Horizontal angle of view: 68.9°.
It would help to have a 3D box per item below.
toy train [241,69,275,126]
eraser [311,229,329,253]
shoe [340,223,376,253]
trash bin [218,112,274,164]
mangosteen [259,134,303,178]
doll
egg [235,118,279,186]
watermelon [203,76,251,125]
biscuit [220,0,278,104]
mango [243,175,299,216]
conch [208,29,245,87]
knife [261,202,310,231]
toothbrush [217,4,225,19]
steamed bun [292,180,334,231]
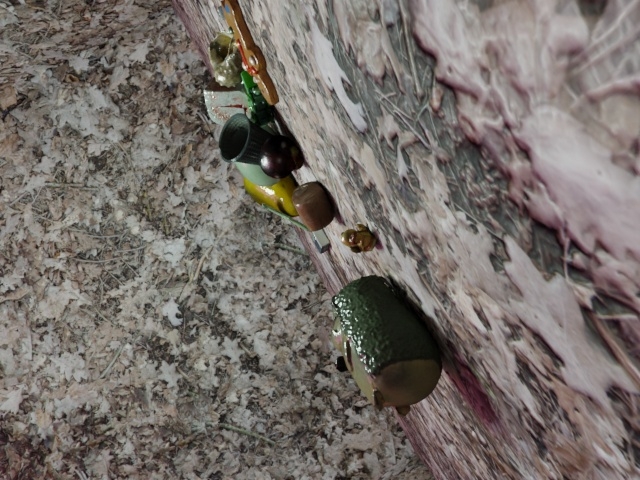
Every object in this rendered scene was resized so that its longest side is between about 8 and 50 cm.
[{"bbox_3d":[-0.219,-0.484,1.619,0.251,0.085,0.119,105,142,-79],"label":"toy train"},{"bbox_3d":[0.000,0.000,2.093,0.092,0.046,0.212,61,174,7],"label":"eraser"},{"bbox_3d":[0.096,-0.005,1.168,0.069,0.072,0.109,23,-168,-18],"label":"shoe"},{"bbox_3d":[-0.243,-0.336,1.641,0.161,0.175,0.175,15,-147,-45],"label":"trash bin"},{"bbox_3d":[-0.130,-0.276,1.565,0.152,0.152,0.152,61,174,11],"label":"mangosteen"},{"bbox_3d":[0.140,0.247,1.145,0.247,0.247,0.349,68,179,-47],"label":"doll"},{"bbox_3d":[-0.244,-0.343,1.844,0.203,0.203,0.283,53,167,57],"label":"egg"},{"bbox_3d":[-0.371,-0.574,1.903,0.213,0.201,0.262,87,160,-57],"label":"watermelon"},{"bbox_3d":[-0.213,-0.555,1.395,0.324,0.049,0.205,63,173,-26],"label":"biscuit"},{"bbox_3d":[-0.208,-0.223,2.124,0.365,0.182,0.253,43,168,34],"label":"mango"},{"bbox_3d":[-0.311,-0.610,1.553,0.155,0.130,0.207,28,151,-3],"label":"conch"},{"bbox_3d":[-0.141,-0.098,2.053,0.293,0.020,0.043,28,166,-33],"label":"knife"},{"bbox_3d":[-0.286,-0.665,1.603,0.024,0.026,0.288,61,176,40],"label":"toothbrush"},{"bbox_3d":[-0.017,-0.111,1.501,0.145,0.106,0.175,59,-170,-25],"label":"steamed bun"}]
